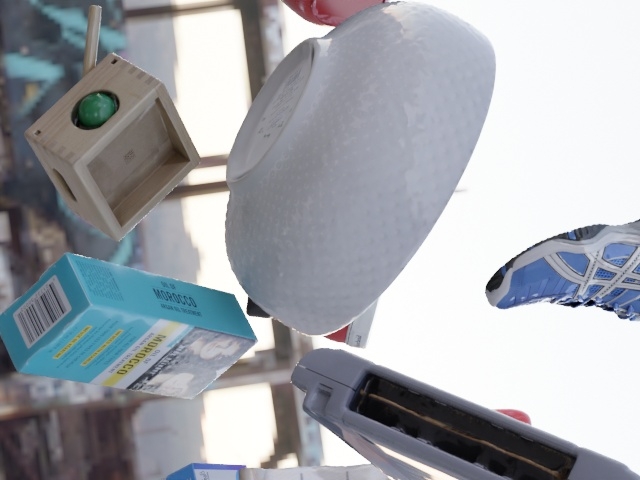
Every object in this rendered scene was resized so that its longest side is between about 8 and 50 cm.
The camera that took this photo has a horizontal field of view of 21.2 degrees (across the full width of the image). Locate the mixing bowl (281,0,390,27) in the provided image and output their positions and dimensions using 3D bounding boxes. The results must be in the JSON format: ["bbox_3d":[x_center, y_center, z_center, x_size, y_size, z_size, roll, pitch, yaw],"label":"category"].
[{"bbox_3d":[0.021,-0.303,1.911,0.181,0.181,0.098,94,-17,-56],"label":"mixing bowl"}]

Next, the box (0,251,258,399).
[{"bbox_3d":[-0.171,0.082,1.549,0.244,0.100,0.060,17,37,-54],"label":"box"}]

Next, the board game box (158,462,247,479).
[{"bbox_3d":[-0.190,0.386,1.668,0.347,0.078,0.233,-31,-116,33],"label":"board game box"}]

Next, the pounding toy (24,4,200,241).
[{"bbox_3d":[-0.189,-0.104,1.508,0.100,0.130,0.141,31,-22,35],"label":"pounding toy"}]

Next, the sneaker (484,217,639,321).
[{"bbox_3d":[0.244,0.030,1.444,0.080,0.211,0.081,74,3,-77],"label":"sneaker"}]

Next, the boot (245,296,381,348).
[{"bbox_3d":[0.000,0.000,2.004,0.088,0.176,0.244,98,9,-54],"label":"boot"}]

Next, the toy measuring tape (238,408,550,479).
[{"bbox_3d":[0.097,0.207,1.516,0.121,0.330,0.121,180,-90,-78],"label":"toy measuring tape"}]

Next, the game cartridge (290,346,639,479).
[{"bbox_3d":[0.135,0.170,1.183,0.297,0.062,0.198,19,-12,41],"label":"game cartridge"}]

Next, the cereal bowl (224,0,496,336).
[{"bbox_3d":[0.010,-0.086,1.605,0.339,0.141,0.339,-52,-161,27],"label":"cereal bowl"}]
